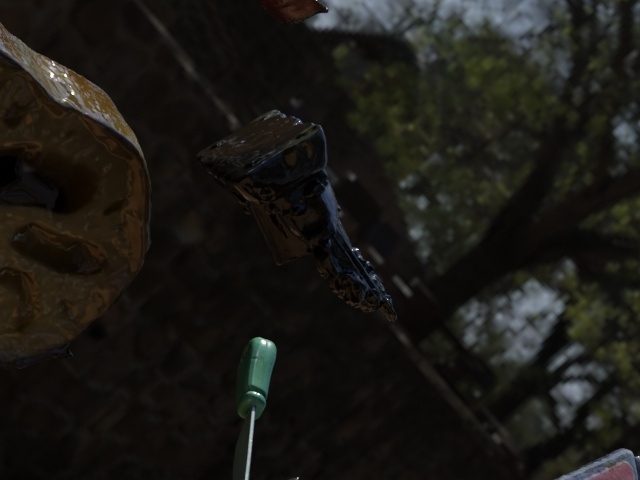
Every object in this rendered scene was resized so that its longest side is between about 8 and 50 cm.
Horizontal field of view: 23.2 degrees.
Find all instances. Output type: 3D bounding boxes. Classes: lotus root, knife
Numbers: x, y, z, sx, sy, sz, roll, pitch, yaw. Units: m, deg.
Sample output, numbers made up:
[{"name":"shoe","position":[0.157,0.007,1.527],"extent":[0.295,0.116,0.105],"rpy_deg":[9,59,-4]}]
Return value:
[{"name":"lotus root","position":[-0.322,-0.025,1.274],"extent":[0.111,0.391,0.374],"rpy_deg":[58,-37,38]},{"name":"knife","position":[-0.079,0.197,1.641],"extent":[0.035,0.063,0.260],"rpy_deg":[24,34,-11]}]

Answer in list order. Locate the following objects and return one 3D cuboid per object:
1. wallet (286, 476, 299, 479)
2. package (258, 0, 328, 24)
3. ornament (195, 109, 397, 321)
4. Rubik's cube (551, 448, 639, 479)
[{"name":"wallet","position":[-0.137,0.325,1.571],"extent":[0.044,0.321,0.170],"rpy_deg":[70,-18,-3]},{"name":"package","position":[-0.119,-0.310,1.589],"extent":[0.269,0.071,0.194],"rpy_deg":[30,5,-17]},{"name":"ornament","position":[0.000,0.000,1.576],"extent":[0.260,0.106,0.251],"rpy_deg":[55,-5,-15]},{"name":"Rubik's cube","position":[0.202,0.363,1.301],"extent":[0.255,0.260,0.259],"rpy_deg":[-8,53,-51]}]
